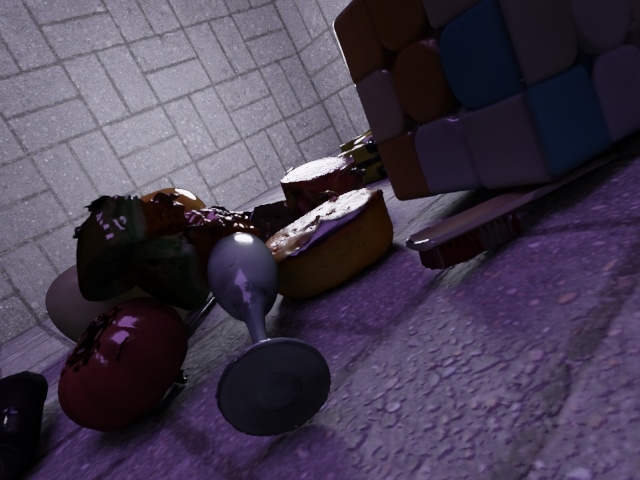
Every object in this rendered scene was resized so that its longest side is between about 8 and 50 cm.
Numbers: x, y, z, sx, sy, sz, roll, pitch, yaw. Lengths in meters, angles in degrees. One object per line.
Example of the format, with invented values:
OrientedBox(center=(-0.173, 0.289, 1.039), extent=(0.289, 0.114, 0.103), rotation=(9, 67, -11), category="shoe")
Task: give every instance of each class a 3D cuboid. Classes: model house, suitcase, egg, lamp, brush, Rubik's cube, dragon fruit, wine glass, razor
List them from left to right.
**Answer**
OrientedBox(center=(-0.519, 0.294, 0.684), extent=(0.189, 0.107, 0.327), rotation=(-32, 13, -24), category="razor")
OrientedBox(center=(-0.374, 0.116, 0.835), extent=(0.254, 0.188, 0.188), rotation=(2, 13, -2), category="egg")
OrientedBox(center=(-0.253, 0.165, 0.599), extent=(0.182, 0.140, 0.182), rotation=(-34, 27, 20), category="lamp")
OrientedBox(center=(-0.151, 0.118, 0.509), extent=(0.264, 0.096, 0.309), rotation=(-31, 25, -4), category="wine glass")
OrientedBox(center=(-0.235, 0.124, 0.939), extent=(0.062, 0.027, 0.266), rotation=(-40, 10, 15), category="brush")
OrientedBox(center=(-0.143, -0.024, 1.196), extent=(0.203, 0.141, 0.164), rotation=(-12, -17, -31), category="model house")
OrientedBox(center=(0.017, -0.113, 1.106), extent=(0.211, 0.147, 0.282), rotation=(-32, 26, -33), category="dragon fruit")
OrientedBox(center=(0.169, -0.277, 1.432), extent=(0.194, 0.143, 0.235), rotation=(-37, 15, -36), category="suitcase")
OrientedBox(center=(0.281, -0.287, 0.703), extent=(0.347, 0.346, 0.344), rotation=(-24, 10, -21), category="Rubik's cube")
OrientedBox(center=(0.252, -0.041, 0.565), extent=(0.321, 0.050, 0.060), rotation=(-24, 8, -21), category="brush")

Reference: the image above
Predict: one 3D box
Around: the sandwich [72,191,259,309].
OrientedBox(center=(-0.219, 0.031, 0.711), extent=(0.301, 0.162, 0.250), rotation=(-16, -14, -45), category="sandwich")

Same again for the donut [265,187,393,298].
OrientedBox(center=(0.002, -0.001, 0.751), extent=(0.254, 0.118, 0.253), rotation=(-25, 14, 7), category="donut")

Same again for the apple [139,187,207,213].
OrientedBox(center=(-0.351, 0.008, 1.029), extent=(0.242, 0.242, 0.241), rotation=(-24, 44, 18), category="apple")
